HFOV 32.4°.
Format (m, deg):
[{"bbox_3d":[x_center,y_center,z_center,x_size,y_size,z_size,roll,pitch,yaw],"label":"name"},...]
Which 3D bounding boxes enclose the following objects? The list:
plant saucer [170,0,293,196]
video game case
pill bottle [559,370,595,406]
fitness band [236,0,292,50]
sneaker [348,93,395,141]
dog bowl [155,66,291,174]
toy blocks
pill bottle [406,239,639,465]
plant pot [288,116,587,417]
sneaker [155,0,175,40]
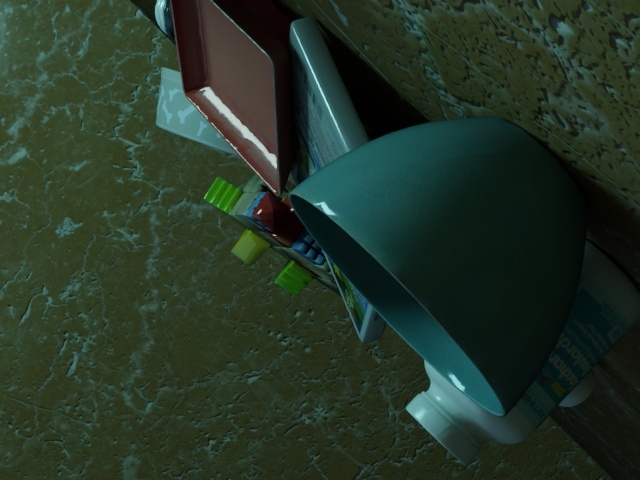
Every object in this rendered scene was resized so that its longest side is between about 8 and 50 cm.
[{"bbox_3d":[-0.114,-0.227,1.491,0.258,0.047,0.259,47,156,30],"label":"plant saucer"},{"bbox_3d":[0.024,-0.068,1.412,0.300,0.036,0.329,100,150,-63],"label":"video game case"},{"bbox_3d":[0.367,0.188,1.792,0.187,0.112,0.112,45,178,-32],"label":"pill bottle"},{"bbox_3d":[-0.113,-0.332,1.586,0.291,0.054,0.209,43,175,11],"label":"fitness band"},{"bbox_3d":[0.095,-0.103,1.593,0.300,0.111,0.121,53,-179,-26],"label":"sneaker"},{"bbox_3d":[-0.126,-0.196,1.913,0.348,0.102,0.349,20,-176,-2],"label":"dog bowl"},{"bbox_3d":[0.000,0.000,1.880,0.381,0.191,0.261,36,173,-14],"label":"toy blocks"},{"bbox_3d":[0.216,0.120,1.205,0.146,0.264,0.146,43,178,2],"label":"pill bottle"},{"bbox_3d":[0.138,-0.003,1.052,0.290,0.195,0.290,46,173,7],"label":"plant pot"},{"bbox_3d":[-0.147,-0.314,1.830,0.268,0.101,0.153,36,176,-41],"label":"sneaker"}]
